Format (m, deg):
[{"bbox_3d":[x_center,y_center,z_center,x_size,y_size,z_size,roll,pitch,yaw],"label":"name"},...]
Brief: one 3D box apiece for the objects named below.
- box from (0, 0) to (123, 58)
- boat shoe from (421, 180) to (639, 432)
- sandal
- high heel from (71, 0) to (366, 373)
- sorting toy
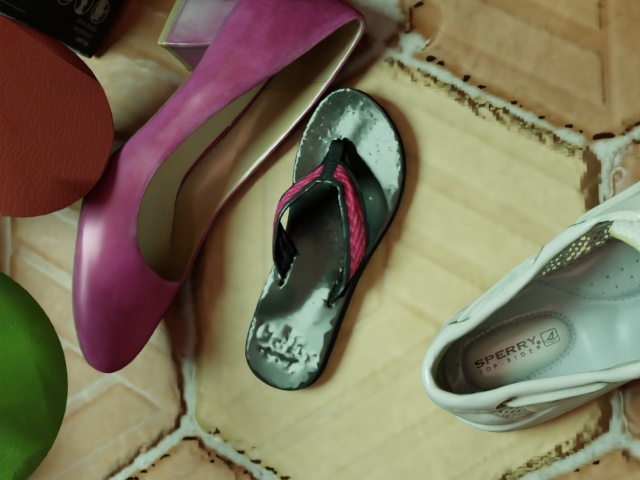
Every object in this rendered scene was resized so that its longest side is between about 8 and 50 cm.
[{"bbox_3d":[-0.201,-0.226,0.619,0.142,0.247,0.163,33,95,20],"label":"box"},{"bbox_3d":[0.174,0.017,0.551,0.277,0.096,0.098,-33,75,12],"label":"boat shoe"},{"bbox_3d":[0.000,0.000,0.639,0.067,0.040,0.179,18,91,20],"label":"sandal"},{"bbox_3d":[-0.058,-0.033,0.642,0.117,0.082,0.244,13,76,30],"label":"high heel"},{"bbox_3d":[-0.209,0.061,0.590,0.126,0.127,0.366,-30,48,51],"label":"sorting toy"}]
